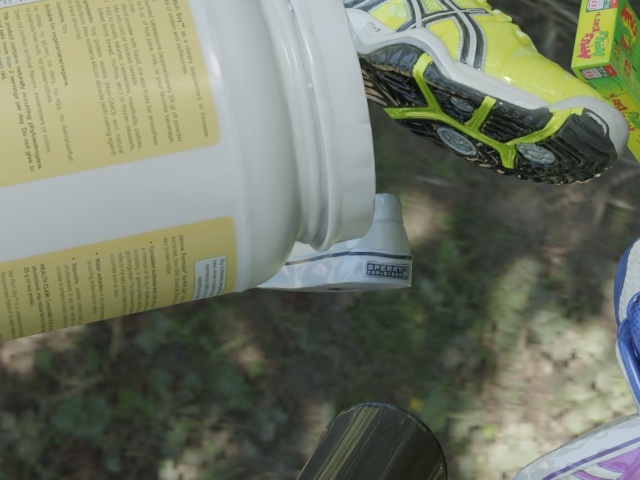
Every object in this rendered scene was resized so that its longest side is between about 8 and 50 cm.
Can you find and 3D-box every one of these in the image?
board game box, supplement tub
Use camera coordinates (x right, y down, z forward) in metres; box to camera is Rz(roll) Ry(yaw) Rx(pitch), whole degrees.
[{"bbox_3d":[0.321,-0.168,1.968,0.043,0.181,0.092,-7,56,32],"label":"board game box"},{"bbox_3d":[-0.151,-0.067,1.218,0.331,0.241,0.241,-12,71,-11],"label":"supplement tub"}]

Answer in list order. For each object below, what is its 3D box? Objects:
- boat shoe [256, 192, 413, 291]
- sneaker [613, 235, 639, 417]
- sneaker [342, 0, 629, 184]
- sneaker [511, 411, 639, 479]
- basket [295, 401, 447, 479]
[{"bbox_3d":[0.000,0.000,1.669,0.267,0.096,0.088,172,101,-69],"label":"boat shoe"},{"bbox_3d":[0.193,0.046,0.890,0.112,0.131,0.296,-40,25,9],"label":"sneaker"},{"bbox_3d":[0.095,-0.173,1.562,0.385,0.145,0.147,29,73,28],"label":"sneaker"},{"bbox_3d":[0.298,0.240,1.742,0.282,0.102,0.161,-29,84,50],"label":"sneaker"},{"bbox_3d":[0.019,0.315,2.026,0.154,0.227,0.204,30,132,8],"label":"basket"}]
